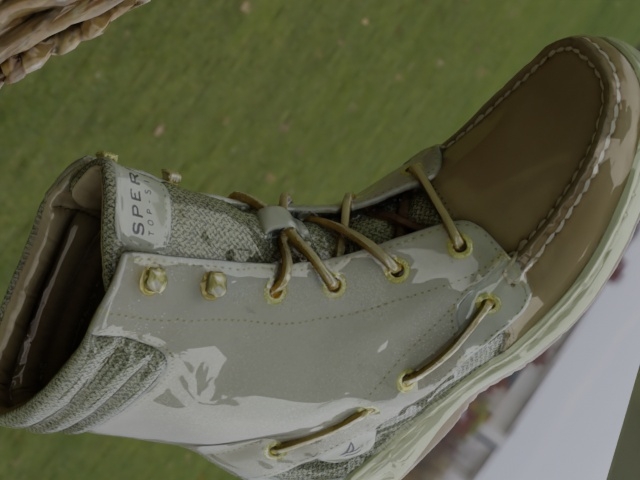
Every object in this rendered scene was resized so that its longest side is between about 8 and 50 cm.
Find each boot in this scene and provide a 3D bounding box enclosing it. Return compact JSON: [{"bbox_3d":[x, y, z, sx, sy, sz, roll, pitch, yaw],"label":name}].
[{"bbox_3d":[0.000,0.000,0.480,0.165,0.077,0.213,21,118,-37],"label":"boot"}]

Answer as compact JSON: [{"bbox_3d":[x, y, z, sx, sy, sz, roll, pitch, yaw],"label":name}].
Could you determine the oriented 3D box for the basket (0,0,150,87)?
[{"bbox_3d":[-0.180,-0.186,0.526,0.299,0.223,0.213,-23,150,9],"label":"basket"}]

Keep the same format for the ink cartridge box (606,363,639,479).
[{"bbox_3d":[0.110,0.179,0.336,0.261,0.066,0.296,-125,-131,-77],"label":"ink cartridge box"}]
